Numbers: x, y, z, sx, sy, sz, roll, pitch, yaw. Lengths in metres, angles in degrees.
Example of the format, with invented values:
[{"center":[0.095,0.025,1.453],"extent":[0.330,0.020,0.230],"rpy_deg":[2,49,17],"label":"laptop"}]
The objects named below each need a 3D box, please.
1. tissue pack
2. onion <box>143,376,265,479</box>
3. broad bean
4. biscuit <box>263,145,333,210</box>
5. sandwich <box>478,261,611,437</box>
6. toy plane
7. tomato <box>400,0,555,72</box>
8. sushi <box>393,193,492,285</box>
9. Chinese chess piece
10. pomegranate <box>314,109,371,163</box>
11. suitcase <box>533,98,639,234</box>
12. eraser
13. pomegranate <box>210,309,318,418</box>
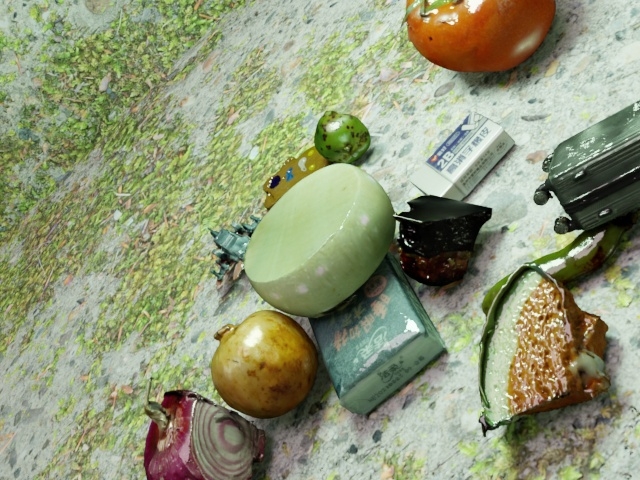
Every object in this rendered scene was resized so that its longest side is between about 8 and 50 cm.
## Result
[{"center":[0.096,0.170,1.671],"extent":[0.228,0.103,0.315],"rpy_deg":[-42,36,14],"label":"tissue pack"},{"center":[-0.263,0.452,1.697],"extent":[0.256,0.272,0.230],"rpy_deg":[121,165,-65],"label":"onion"},{"center":[0.431,0.048,1.461],"extent":[0.339,0.061,0.077],"rpy_deg":[-33,54,22],"label":"broad bean"},{"center":[-0.063,-0.177,2.202],"extent":[0.236,0.039,0.180],"rpy_deg":[-32,38,20],"label":"biscuit"},{"center":[0.370,0.182,1.357],"extent":[0.212,0.109,0.292],"rpy_deg":[-11,64,28],"label":"sandwich"},{"center":[-0.245,0.005,2.172],"extent":[0.223,0.104,0.326],"rpy_deg":[-55,36,-6],"label":"toy plane"},{"center":[0.370,-0.530,1.873],"extent":[0.341,0.273,0.341],"rpy_deg":[-27,52,41],"label":"tomato"},{"center":[0.230,0.010,1.627],"extent":[0.153,0.172,0.150],"rpy_deg":[16,114,33],"label":"sushi"},{"center":[0.000,0.000,1.731],"extent":[0.349,0.146,0.349],"rpy_deg":[-34,29,22],"label":"Chinese chess piece"},{"center":[0.039,-0.265,2.077],"extent":[0.122,0.143,0.169],"rpy_deg":[-48,48,-5],"label":"pomegranate"},{"center":[0.534,-0.144,1.412],"extent":[0.312,0.128,0.202],"rpy_deg":[-31,13,32],"label":"suitcase"},{"center":[0.308,-0.173,1.781],"extent":[0.210,0.068,0.124],"rpy_deg":[-48,39,3],"label":"eraser"},{"center":[-0.122,0.257,1.701],"extent":[0.248,0.248,0.248],"rpy_deg":[-27,42,28],"label":"pomegranate"}]
